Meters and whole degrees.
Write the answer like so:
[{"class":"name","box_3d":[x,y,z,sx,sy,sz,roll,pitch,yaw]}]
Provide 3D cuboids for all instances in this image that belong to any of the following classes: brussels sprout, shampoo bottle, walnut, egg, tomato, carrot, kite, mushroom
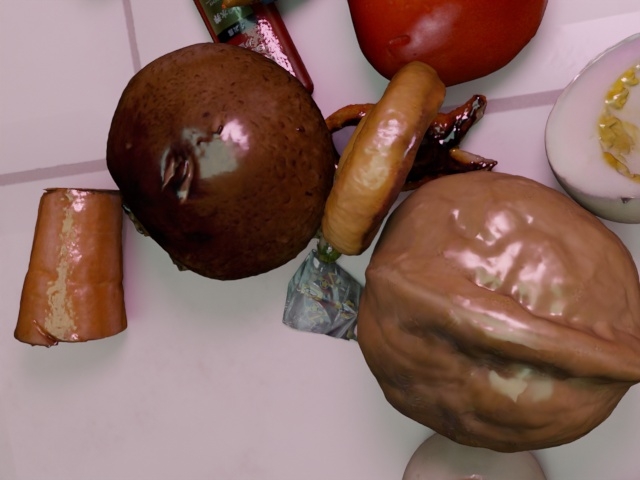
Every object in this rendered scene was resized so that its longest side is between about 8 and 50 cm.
[{"class":"brussels sprout","box_3d":[0.000,-0.001,1.381,0.083,0.046,0.051,41,102,9]},{"class":"shampoo bottle","box_3d":[-0.095,-0.287,1.349,0.118,0.076,0.314,-25,91,18]},{"class":"walnut","box_3d":[0.232,0.099,1.147,0.383,0.383,0.384,3,100,18]},{"class":"egg","box_3d":[0.425,-0.126,1.164,0.206,0.162,0.271,-6,58,38]},{"class":"tomato","box_3d":[0.154,-0.346,1.166,0.298,0.226,0.299,18,123,30]},{"class":"carrot","box_3d":[-0.420,0.037,1.457,0.196,0.196,0.254,3,95,18]},{"class":"kite","box_3d":[0.055,0.120,1.399,0.245,0.015,0.141,27,107,16]},{"class":"mushroom","box_3d":[-0.138,-0.094,1.285,0.334,0.356,0.331,-42,70,-3]}]

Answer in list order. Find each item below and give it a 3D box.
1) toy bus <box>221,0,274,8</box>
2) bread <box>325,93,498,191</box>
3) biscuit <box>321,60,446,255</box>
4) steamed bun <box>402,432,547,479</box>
[{"class":"toy bus","box_3d":[-0.077,-0.420,1.260,0.209,0.126,0.136,-28,100,-23]},{"class":"bread","box_3d":[0.125,-0.143,1.299,0.268,0.095,0.139,-5,113,9]},{"class":"biscuit","box_3d":[0.070,-0.095,1.140,0.091,0.213,0.274,29,130,3]},{"class":"steamed bun","box_3d":[0.231,0.402,1.318,0.231,0.145,0.232,3,99,18]}]
